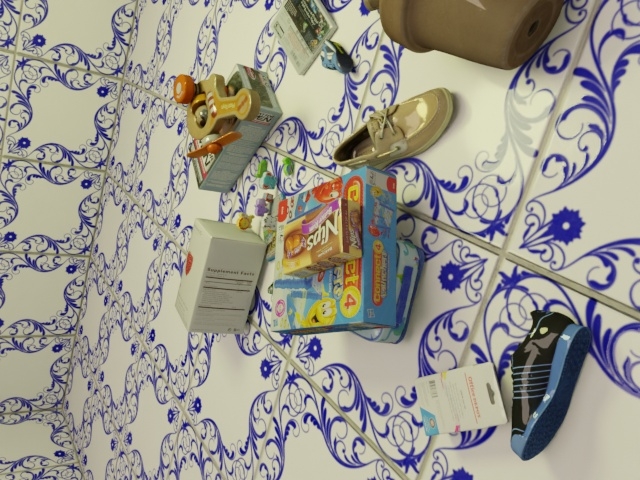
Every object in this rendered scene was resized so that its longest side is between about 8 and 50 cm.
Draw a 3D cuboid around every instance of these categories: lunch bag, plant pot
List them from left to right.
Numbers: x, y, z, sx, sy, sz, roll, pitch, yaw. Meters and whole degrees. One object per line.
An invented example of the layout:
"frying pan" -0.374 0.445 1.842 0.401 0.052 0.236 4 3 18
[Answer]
"lunch bag" 0.121 0.098 1.140 0.176 0.090 0.219 14 93 55
"plant pot" 0.268 -0.405 0.922 0.229 0.263 0.263 43 121 25

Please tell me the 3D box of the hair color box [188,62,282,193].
"hair color box" -0.277 -0.338 1.710 0.374 0.114 0.185 -47 51 38

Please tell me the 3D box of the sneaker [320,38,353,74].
"sneaker" 0.038 -0.444 1.360 0.059 0.053 0.144 -56 37 31

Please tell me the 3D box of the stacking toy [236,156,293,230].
"stacking toy" -0.160 -0.132 1.554 0.167 0.052 0.221 6 80 54

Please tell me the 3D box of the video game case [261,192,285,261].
"video game case" -0.127 -0.036 1.553 0.119 0.015 0.166 -30 62 47

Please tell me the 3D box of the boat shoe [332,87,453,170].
"boat shoe" 0.143 -0.226 1.150 0.302 0.098 0.109 -26 65 48

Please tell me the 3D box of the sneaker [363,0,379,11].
"sneaker" 0.137 -0.624 1.256 0.071 0.066 0.188 -4 87 36

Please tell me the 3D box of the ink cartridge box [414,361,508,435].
"ink cartridge box" 0.258 0.278 0.962 0.181 0.062 0.104 -31 62 47

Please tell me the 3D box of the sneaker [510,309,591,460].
"sneaker" 0.337 0.222 0.858 0.090 0.081 0.232 29 101 54

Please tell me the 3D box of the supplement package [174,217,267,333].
"supplement package" -0.300 0.105 1.617 0.177 0.175 0.293 37 115 56

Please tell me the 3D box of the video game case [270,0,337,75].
"video game case" -0.050 -0.579 1.483 0.173 0.022 0.190 -44 66 41

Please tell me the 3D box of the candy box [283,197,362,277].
"candy box" 0.000 0.000 1.065 0.187 0.053 0.109 -23 61 49

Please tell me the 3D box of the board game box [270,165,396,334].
"board game box" 0.022 0.035 1.143 0.302 0.086 0.308 -17 65 50

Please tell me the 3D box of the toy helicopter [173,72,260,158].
"toy helicopter" -0.281 -0.346 1.517 0.355 0.140 0.235 8 95 50

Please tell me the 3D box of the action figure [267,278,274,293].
"action figure" -0.075 0.089 1.435 0.232 0.063 0.137 -44 55 45
